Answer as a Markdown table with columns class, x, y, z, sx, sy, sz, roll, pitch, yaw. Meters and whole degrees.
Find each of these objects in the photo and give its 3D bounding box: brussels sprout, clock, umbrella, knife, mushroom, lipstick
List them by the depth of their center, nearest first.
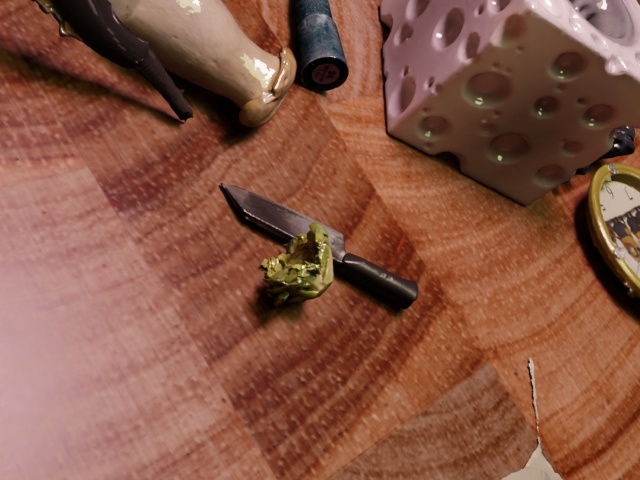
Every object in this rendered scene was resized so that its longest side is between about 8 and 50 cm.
| class | x | y | z | sx | sy | sz | roll | pitch | yaw |
| --- | --- | --- | --- | --- | --- | --- | --- | --- | --- |
| brussels sprout | -0.018 | 0.029 | 0.889 | 0.058 | 0.085 | 0.085 | 53 | 40 | -2 |
| mushroom | -0.116 | -0.194 | 0.949 | 0.212 | 0.088 | 0.097 | 40 | 26 | -19 |
| knife | 0.000 | 0.000 | 0.967 | 0.230 | 0.028 | 0.060 | 28 | 33 | -21 |
| lipstick | -0.010 | -0.278 | 1.144 | 0.053 | 0.053 | 0.234 | 17 | 49 | -34 |
| clock | 0.436 | 0.004 | 1.342 | 0.237 | 0.057 | 0.237 | 22 | 49 | -27 |
| umbrella | 0.353 | -0.129 | 1.361 | 0.224 | 0.080 | 0.071 | -24 | 114 | -43 |

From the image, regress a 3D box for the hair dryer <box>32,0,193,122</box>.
| class | x | y | z | sx | sy | sz | roll | pitch | yaw |
| --- | --- | --- | --- | --- | --- | --- | --- | --- | --- |
| hair dryer | -0.227 | -0.175 | 0.804 | 0.304 | 0.120 | 0.359 | -58 | 136 | -12 |

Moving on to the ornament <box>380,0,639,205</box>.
| class | x | y | z | sx | sy | sz | roll | pitch | yaw |
| --- | --- | --- | --- | --- | --- | --- | --- | --- | --- |
| ornament | 0.239 | -0.233 | 1.195 | 0.239 | 0.239 | 0.240 | 25 | 46 | -29 |

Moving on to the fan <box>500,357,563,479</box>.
| class | x | y | z | sx | sy | sz | roll | pitch | yaw |
| --- | --- | --- | --- | --- | --- | --- | --- | --- | --- |
| fan | 0.229 | 0.249 | 0.995 | 0.182 | 0.010 | 0.310 | 25 | 47 | -27 |
